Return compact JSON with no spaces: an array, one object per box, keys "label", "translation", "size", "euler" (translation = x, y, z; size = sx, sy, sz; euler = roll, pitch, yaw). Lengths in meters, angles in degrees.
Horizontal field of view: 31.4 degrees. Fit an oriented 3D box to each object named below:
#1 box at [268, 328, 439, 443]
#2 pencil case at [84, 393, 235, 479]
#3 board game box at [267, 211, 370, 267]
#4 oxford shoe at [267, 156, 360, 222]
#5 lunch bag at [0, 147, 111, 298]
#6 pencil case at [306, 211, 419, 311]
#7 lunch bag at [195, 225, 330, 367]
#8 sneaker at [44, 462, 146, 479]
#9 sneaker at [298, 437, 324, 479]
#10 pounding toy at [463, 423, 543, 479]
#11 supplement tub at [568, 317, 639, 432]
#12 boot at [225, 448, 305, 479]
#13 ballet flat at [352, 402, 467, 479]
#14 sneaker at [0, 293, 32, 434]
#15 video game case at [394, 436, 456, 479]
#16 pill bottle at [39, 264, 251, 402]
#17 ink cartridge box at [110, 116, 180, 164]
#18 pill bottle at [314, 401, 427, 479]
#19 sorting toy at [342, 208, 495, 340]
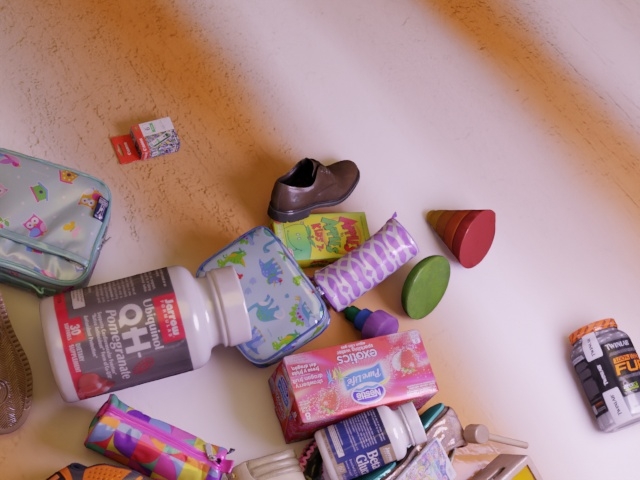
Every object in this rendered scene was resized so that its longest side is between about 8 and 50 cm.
[{"label":"box","translation":[0.054,0.249,1.950],"size":[0.256,0.128,0.123],"euler":[-10,67,-20]},{"label":"pencil case","translation":[-0.259,0.335,1.837],"size":[0.236,0.104,0.104],"euler":[24,61,-2]},{"label":"board game box","translation":[0.000,0.000,2.105],"size":[0.181,0.043,0.092],"euler":[-3,65,-17]},{"label":"oxford shoe","translation":[-0.001,-0.112,2.111],"size":[0.082,0.096,0.227],"euler":[28,38,29]},{"label":"lunch bag","translation":[-0.497,-0.026,1.939],"size":[0.279,0.108,0.224],"euler":[18,60,-8]},{"label":"pencil case","translation":[0.078,0.043,2.052],"size":[0.206,0.086,0.088],"euler":[-34,68,-6]},{"label":"lunch bag","translation":[-0.103,0.100,1.979],"size":[0.176,0.090,0.219],"euler":[-36,76,-2]},{"label":"sneaker","translation":[-0.297,0.462,1.748],"size":[0.321,0.125,0.180],"euler":[42,62,7]},{"label":"sneaker","translation":[-0.012,0.384,1.912],"size":[0.057,0.047,0.119],"euler":[32,75,-7]},{"label":"pounding toy","translation":[0.320,0.402,1.931],"size":[0.181,0.094,0.206],"euler":[-35,99,-27]},{"label":"supplement tub","translation":[0.535,0.247,2.093],"size":[0.117,0.117,0.190],"euler":[-13,69,-21]},{"label":"boot","translation":[-0.117,0.465,1.809],"size":[0.262,0.095,0.203],"euler":[-26,67,-8]},{"label":"ballet flat","translation":[0.138,0.401,1.917],"size":[0.316,0.107,0.106],"euler":[-36,94,-27]},{"label":"sneaker","translation":[-0.546,0.167,1.851],"size":[0.099,0.153,0.282],"euler":[-17,100,-25]},{"label":"video game case","translation":[0.171,0.397,1.888],"size":[0.122,0.011,0.087],"euler":[-42,117,-30]},{"label":"pill bottle","translation":[-0.281,0.141,1.851],"size":[0.318,0.176,0.176],"euler":[-15,69,-9]},{"label":"ink cartridge box","translation":[-0.324,-0.185,2.113],"size":[0.115,0.029,0.063],"euler":[-17,71,-23]},{"label":"pill bottle","translation":[0.083,0.326,1.859],"size":[0.169,0.094,0.094],"euler":[-22,71,-2]},{"label":"sorting toy","translation":[0.173,0.050,2.117],"size":[0.126,0.127,0.365],"euler":[29,58,34]}]
